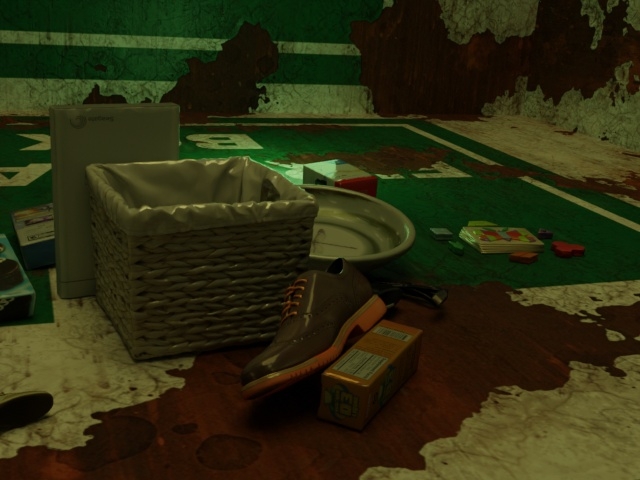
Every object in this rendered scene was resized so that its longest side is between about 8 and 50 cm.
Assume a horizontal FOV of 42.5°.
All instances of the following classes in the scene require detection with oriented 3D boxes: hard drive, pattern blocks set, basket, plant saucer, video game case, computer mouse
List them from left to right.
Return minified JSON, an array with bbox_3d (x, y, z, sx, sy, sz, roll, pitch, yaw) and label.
[{"bbox_3d":[-0.522,-0.033,1.791,0.269,0.061,0.244,-15,24,-20],"label":"video game case"},{"bbox_3d":[-0.379,-0.077,1.543,0.232,0.353,0.047,-7,19,-30],"label":"hard drive"},{"bbox_3d":[-0.220,0.016,1.438,0.331,0.267,0.328,-4,20,-27],"label":"basket"},{"bbox_3d":[0.003,-0.007,1.787,0.400,0.101,0.400,6,25,-3],"label":"plant saucer"},{"bbox_3d":[0.132,0.117,1.545,0.184,0.060,0.262,8,6,25],"label":"computer mouse"},{"bbox_3d":[0.449,-0.003,2.029,0.324,0.026,0.285,-4,19,-23],"label":"pattern blocks set"}]

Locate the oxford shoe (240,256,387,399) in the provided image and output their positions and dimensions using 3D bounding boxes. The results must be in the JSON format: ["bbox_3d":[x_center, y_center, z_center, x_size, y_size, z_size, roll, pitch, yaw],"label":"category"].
[{"bbox_3d":[-0.029,0.129,1.264,0.130,0.133,0.363,-31,0,31],"label":"oxford shoe"}]

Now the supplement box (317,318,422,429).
[{"bbox_3d":[0.079,0.198,1.246,0.080,0.078,0.233,15,21,25],"label":"supplement box"}]

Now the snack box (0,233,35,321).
[{"bbox_3d":[-0.674,0.078,1.396,0.321,0.060,0.187,-8,39,-35],"label":"snack box"}]

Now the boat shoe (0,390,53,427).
[{"bbox_3d":[-0.428,0.224,1.099,0.135,0.050,0.045,-10,28,-37],"label":"boat shoe"}]

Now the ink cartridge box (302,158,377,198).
[{"bbox_3d":[0.066,-0.153,2.303,0.134,0.078,0.231,-12,28,-33],"label":"ink cartridge box"}]
